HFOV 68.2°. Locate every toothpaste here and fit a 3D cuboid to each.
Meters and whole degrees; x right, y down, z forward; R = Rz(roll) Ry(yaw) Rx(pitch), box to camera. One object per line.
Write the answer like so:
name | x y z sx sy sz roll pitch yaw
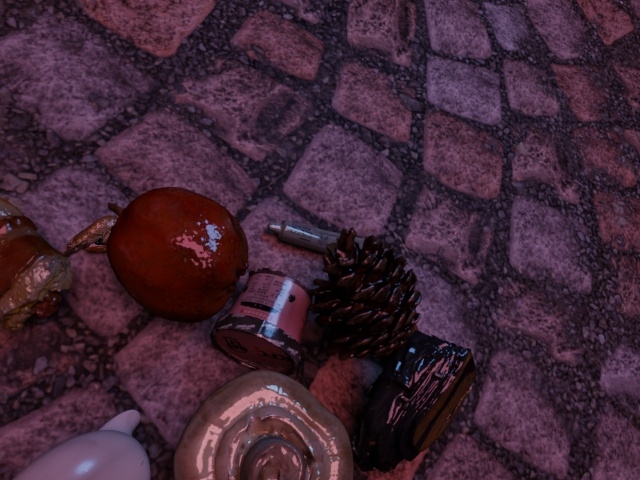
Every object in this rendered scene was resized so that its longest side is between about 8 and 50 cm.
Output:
toothpaste | 0.000 0.000 0.935 0.218 0.041 0.064 15 60 -18

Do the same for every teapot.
teapot | -0.336 0.339 0.588 0.299 0.208 0.166 -13 50 -43

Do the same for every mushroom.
mushroom | -0.073 0.312 0.678 0.260 0.234 0.254 -9 70 -22

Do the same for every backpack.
backpack | 0.148 0.283 0.809 0.133 0.206 0.258 22 67 39

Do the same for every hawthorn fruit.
hawthorn fruit | -0.241 0.011 0.757 0.253 0.205 0.205 27 63 1

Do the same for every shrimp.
shrimp | -0.378 0.001 0.803 0.059 0.023 0.108 48 62 -8

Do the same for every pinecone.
pinecone | 0.066 0.090 0.769 0.205 0.179 0.184 55 37 -33

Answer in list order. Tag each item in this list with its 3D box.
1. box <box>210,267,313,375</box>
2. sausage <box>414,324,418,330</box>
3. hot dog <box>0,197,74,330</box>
box | -0.088 0.131 0.793 0.151 0.151 0.135 27 56 -9
sausage | 0.107 0.127 0.905 0.197 0.076 0.076 47 62 3
hot dog | -0.472 0.034 0.717 0.146 0.103 0.213 -40 78 -7
